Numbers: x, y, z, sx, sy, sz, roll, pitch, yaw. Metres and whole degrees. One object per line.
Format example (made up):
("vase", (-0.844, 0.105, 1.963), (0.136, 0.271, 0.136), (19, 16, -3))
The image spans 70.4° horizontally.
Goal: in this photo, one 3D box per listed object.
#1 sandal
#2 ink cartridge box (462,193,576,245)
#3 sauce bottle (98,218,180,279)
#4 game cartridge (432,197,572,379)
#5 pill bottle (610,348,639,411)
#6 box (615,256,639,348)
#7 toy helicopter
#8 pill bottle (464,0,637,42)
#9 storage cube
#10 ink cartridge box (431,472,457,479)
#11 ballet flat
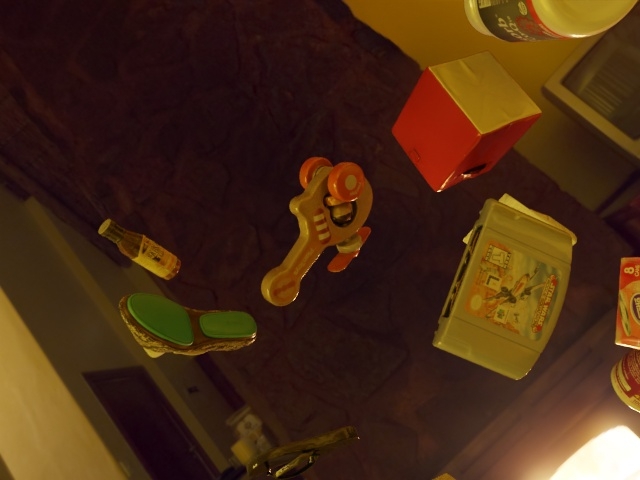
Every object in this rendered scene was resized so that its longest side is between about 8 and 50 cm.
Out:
("sandal", (-0.040, 0.457, 0.954), (0.254, 0.054, 0.097), (-22, -34, 7))
("ink cartridge box", (0.556, -0.006, 1.275), (0.189, 0.232, 0.066), (-56, -6, 31))
("sauce bottle", (-0.269, 0.014, 0.680), (0.042, 0.042, 0.128), (-44, -48, 4))
("game cartridge", (0.350, 0.093, 0.845), (0.062, 0.198, 0.297), (118, 174, -83))
("pill bottle", (0.903, 0.322, 1.168), (0.169, 0.169, 0.301), (-36, -32, -24))
("box", (0.648, 0.130, 0.797), (0.300, 0.142, 0.154), (16, -100, -40))
("toy helicopter", (0.000, 0.000, 1.021), (0.235, 0.140, 0.355), (44, -104, -37))
("pill bottle", (0.443, -0.516, 0.917), (0.210, 0.210, 0.363), (-46, 18, 13))
("storage cube", (0.300, -0.254, 0.969), (0.183, 0.215, 0.193), (-22, -19, -24))
("ink cartridge box", (0.178, 0.369, 0.487), (0.086, 0.148, 0.203), (-21, -2, -14))
("ballet flat", (-0.403, 0.278, 1.344), (0.182, 0.164, 0.483), (-40, -34, 22))
